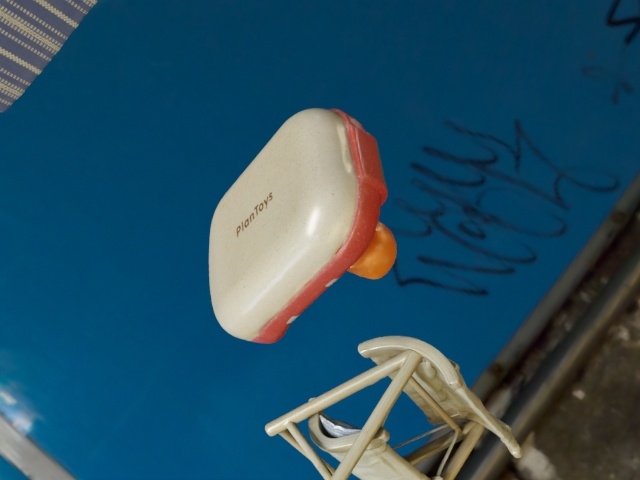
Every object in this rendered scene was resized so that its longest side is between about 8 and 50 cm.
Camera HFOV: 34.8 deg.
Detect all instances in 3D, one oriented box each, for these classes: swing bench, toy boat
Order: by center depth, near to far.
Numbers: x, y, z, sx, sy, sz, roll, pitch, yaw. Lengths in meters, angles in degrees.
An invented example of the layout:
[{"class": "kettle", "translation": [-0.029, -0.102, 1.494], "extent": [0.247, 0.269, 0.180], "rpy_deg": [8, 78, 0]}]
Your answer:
[{"class": "toy boat", "translation": [0.000, 0.000, 0.904], "extent": [0.151, 0.151, 0.231], "rpy_deg": [16, -42, -30]}, {"class": "swing bench", "translation": [0.110, 0.276, 1.423], "extent": [0.254, 0.165, 0.253], "rpy_deg": [-42, -45, -2]}]

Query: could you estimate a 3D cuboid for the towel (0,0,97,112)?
[{"class": "towel", "translation": [-0.322, -0.307, 1.127], "extent": [0.336, 0.040, 0.243], "rpy_deg": [-50, -20, 4]}]
